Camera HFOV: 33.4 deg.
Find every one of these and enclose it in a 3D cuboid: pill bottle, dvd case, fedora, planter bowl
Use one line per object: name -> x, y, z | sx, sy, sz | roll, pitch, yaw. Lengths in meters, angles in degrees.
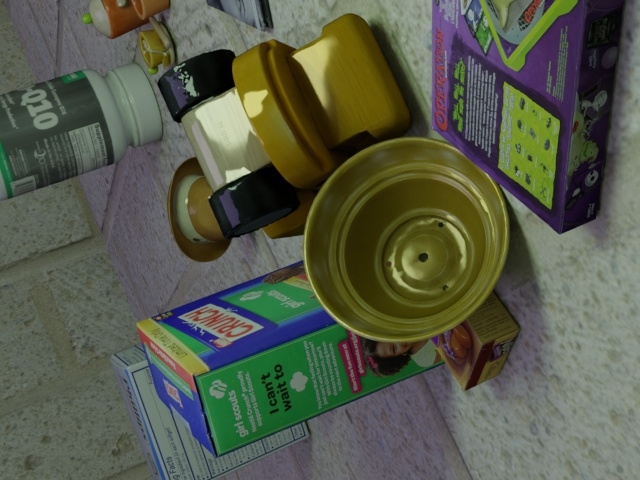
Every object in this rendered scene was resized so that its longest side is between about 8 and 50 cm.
pill bottle -> -0.523, -0.232, 2.187 | 0.204, 0.361, 0.204 | 53, 155, 37
dvd case -> -0.133, -0.394, 1.501 | 0.221, 0.018, 0.164 | 38, 144, 55
fedora -> -0.181, -0.054, 1.823 | 0.079, 0.194, 0.194 | -2, 113, 31
planter bowl -> 0.098, 0.009, 1.113 | 0.217, 0.217, 0.090 | 59, -171, 25

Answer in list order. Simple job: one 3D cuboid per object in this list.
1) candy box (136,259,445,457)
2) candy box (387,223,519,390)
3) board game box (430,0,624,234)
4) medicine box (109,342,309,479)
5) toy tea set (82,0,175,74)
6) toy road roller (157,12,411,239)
candy box -> -0.045, 0.128, 1.356 | 0.268, 0.317, 0.122 | 21, 130, 64
candy box -> 0.141, 0.062, 1.196 | 0.186, 0.053, 0.109 | 59, 159, 29
board game box -> 0.163, -0.198, 0.879 | 0.208, 0.056, 0.346 | 44, 149, 42
medicine box -> -0.206, 0.291, 1.994 | 0.149, 0.289, 0.263 | 12, 121, 67
toy tea set -> -0.351, -0.447, 1.862 | 0.200, 0.124, 0.336 | 55, 157, 34
toy road roller -> -0.007, -0.136, 1.243 | 0.202, 0.241, 0.329 | 66, -162, 6
